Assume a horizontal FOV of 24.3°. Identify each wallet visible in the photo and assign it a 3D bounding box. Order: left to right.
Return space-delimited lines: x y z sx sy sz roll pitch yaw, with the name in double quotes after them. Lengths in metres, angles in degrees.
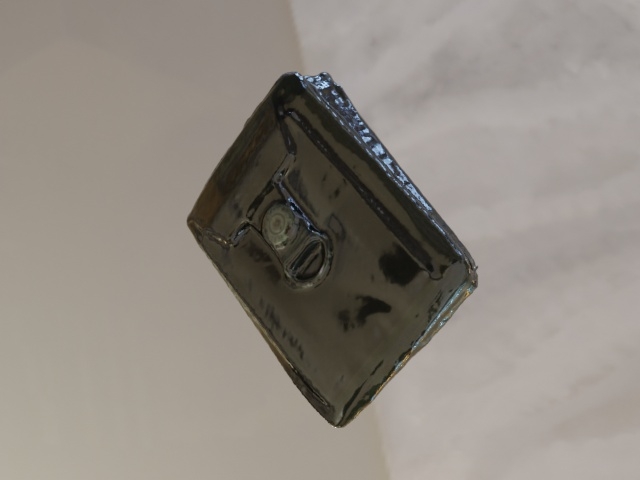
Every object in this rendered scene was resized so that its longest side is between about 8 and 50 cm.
0.000 0.000 1.079 0.168 0.052 0.245 -49 -129 16 "wallet"
